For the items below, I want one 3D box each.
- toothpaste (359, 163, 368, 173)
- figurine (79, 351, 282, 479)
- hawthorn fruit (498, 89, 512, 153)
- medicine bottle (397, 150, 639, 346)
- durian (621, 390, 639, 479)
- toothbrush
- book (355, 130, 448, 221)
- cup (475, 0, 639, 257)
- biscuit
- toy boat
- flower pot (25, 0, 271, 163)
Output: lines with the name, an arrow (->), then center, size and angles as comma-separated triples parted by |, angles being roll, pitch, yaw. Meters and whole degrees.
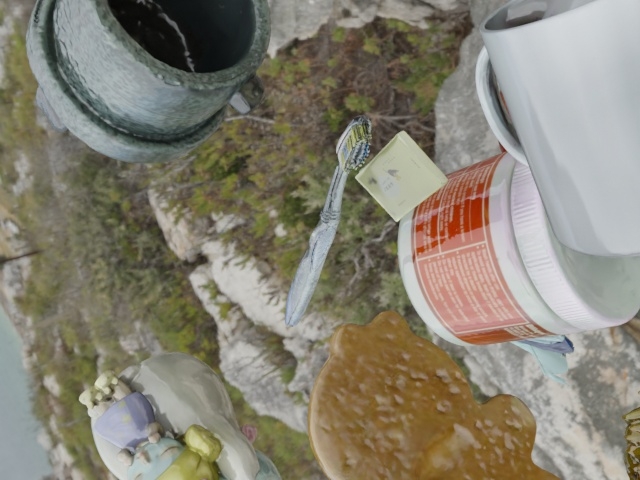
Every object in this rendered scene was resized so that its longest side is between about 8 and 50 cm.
toothpaste -> 0.185, -0.138, 1.592 | 0.392, 0.098, 0.061 | -142, 43, -64
figurine -> -0.094, 0.212, 0.559 | 0.235, 0.127, 0.155 | 43, 167, 24
hawthorn fruit -> 0.419, -0.229, 1.037 | 0.311, 0.295, 0.295 | -46, 70, 21
medicine bottle -> 0.268, 0.008, 0.881 | 0.240, 0.252, 0.253 | -20, 91, 50
durian -> 0.287, 0.171, 0.257 | 0.341, 0.112, 0.191 | 38, 155, 16
toothbrush -> 0.000, 0.000, 0.866 | 0.413, 0.035, 0.042 | 110, 162, -48
book -> 0.092, -0.072, 0.763 | 0.077, 0.014, 0.111 | 48, 148, 0
cup -> 0.149, -0.078, 0.349 | 0.099, 0.136, 0.133 | -25, 110, 10
biscuit -> 0.066, 0.134, 0.384 | 0.184, 0.133, 0.027 | 34, 156, 5
toy boat -> 0.559, 0.290, 1.652 | 0.220, 0.067, 0.291 | 13, 144, 47
flower pot -> -0.217, -0.254, 0.866 | 0.282, 0.299, 0.299 | -24, 88, 51
